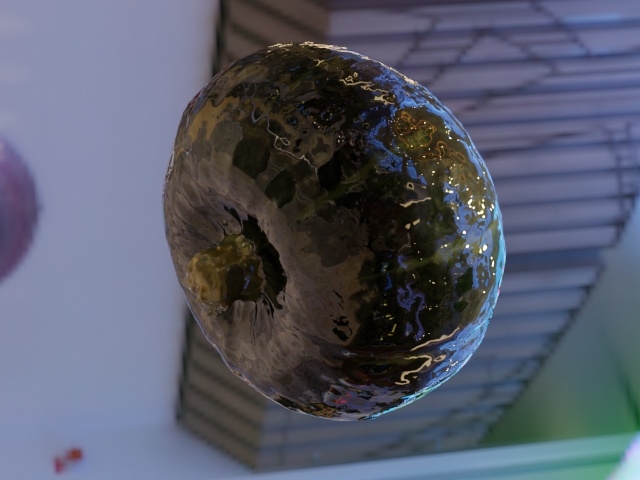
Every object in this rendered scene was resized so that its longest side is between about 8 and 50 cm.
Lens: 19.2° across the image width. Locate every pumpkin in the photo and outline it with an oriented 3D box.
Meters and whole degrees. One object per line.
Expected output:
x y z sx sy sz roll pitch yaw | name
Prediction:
0.003 -0.001 0.816 0.125 0.167 0.167 -46 150 -48 | pumpkin
